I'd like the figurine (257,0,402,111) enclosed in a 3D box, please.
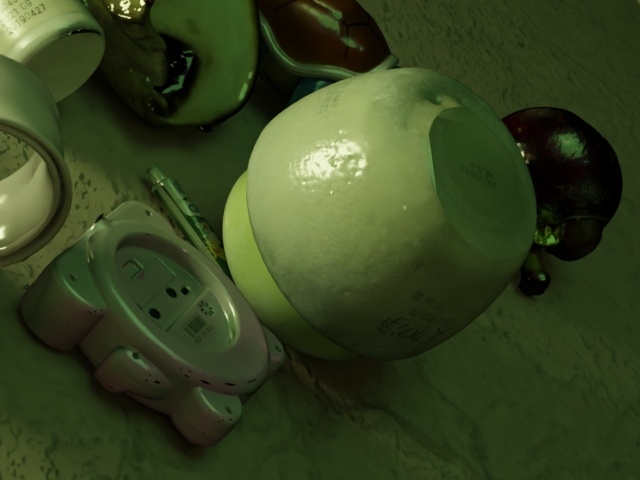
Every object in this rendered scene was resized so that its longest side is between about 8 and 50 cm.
[{"bbox_3d":[-0.016,-0.282,2.145,0.416,0.243,0.298,60,17,-8],"label":"figurine"}]

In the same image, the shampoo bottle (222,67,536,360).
[{"bbox_3d":[0.071,-0.031,1.704,0.322,0.317,0.322,28,45,-32],"label":"shampoo bottle"}]

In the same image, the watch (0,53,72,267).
[{"bbox_3d":[-0.353,-0.053,1.347,0.244,0.231,0.196,23,35,-36],"label":"watch"}]

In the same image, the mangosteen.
[{"bbox_3d":[0.331,-0.059,2.245,0.231,0.231,0.289,31,56,-18],"label":"mangosteen"}]

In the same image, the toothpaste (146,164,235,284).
[{"bbox_3d":[-0.143,-0.009,1.755,0.204,0.031,0.049,52,31,16],"label":"toothpaste"}]

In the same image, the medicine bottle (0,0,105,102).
[{"bbox_3d":[-0.374,-0.286,1.739,0.258,0.143,0.143,52,30,17],"label":"medicine bottle"}]

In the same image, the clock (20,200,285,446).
[{"bbox_3d":[-0.162,0.084,1.541,0.248,0.090,0.227,43,29,-1],"label":"clock"}]

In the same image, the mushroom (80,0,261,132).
[{"bbox_3d":[-0.214,-0.246,1.917,0.292,0.212,0.217,-21,110,-71],"label":"mushroom"}]
